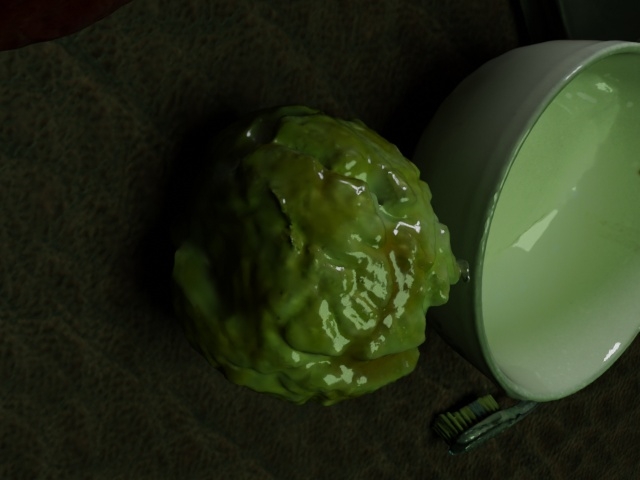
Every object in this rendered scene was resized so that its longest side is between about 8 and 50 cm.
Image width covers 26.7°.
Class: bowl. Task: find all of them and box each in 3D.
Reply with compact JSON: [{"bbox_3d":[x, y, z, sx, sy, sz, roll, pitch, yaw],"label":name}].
[{"bbox_3d":[0.157,-0.029,1.032,0.277,0.145,0.277,-23,125,-38],"label":"bowl"}]

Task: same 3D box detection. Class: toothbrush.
[{"bbox_3d":[0.254,0.101,1.276,0.413,0.042,0.035,-25,161,-38],"label":"toothbrush"}]

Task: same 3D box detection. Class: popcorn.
[{"bbox_3d":[0.000,0.000,0.867,0.212,0.197,0.198,-63,155,-62],"label":"popcorn"}]

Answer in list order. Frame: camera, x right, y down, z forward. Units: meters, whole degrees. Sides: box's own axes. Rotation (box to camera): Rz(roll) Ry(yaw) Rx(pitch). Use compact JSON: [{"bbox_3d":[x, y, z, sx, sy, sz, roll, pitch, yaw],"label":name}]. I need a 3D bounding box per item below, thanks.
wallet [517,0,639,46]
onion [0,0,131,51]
[{"bbox_3d":[0.290,-0.297,1.121,0.377,0.051,0.197,-43,131,-25],"label":"wallet"},{"bbox_3d":[-0.146,-0.217,0.526,0.347,0.285,0.348,-20,128,-29],"label":"onion"}]
